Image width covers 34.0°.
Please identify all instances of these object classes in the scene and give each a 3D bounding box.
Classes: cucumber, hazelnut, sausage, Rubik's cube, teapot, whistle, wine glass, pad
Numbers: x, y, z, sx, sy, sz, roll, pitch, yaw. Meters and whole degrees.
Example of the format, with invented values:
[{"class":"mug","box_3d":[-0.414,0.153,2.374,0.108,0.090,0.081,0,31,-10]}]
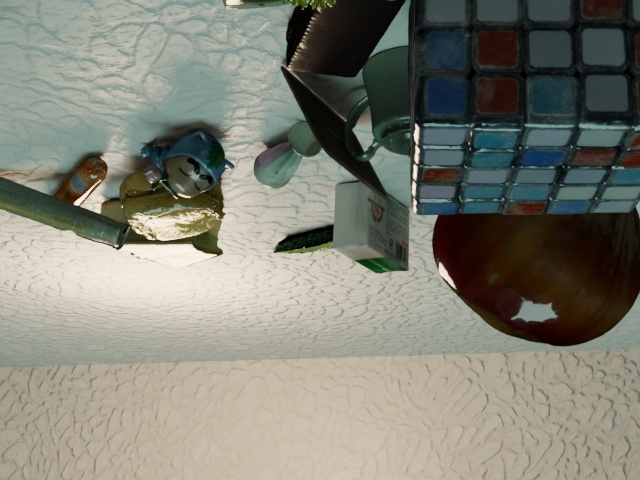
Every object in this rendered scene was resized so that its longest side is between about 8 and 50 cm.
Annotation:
[{"class":"cucumber","box_3d":[0.000,0.000,2.315,0.220,0.046,0.070,-10,161,38]},{"class":"hazelnut","box_3d":[0.403,0.020,1.865,0.359,0.359,0.409,-13,165,40]},{"class":"sausage","box_3d":[-0.480,-0.094,2.044,0.053,0.053,0.348,10,160,-25]},{"class":"Rubik's cube","box_3d":[0.247,-0.205,1.233,0.292,0.293,0.287,2,162,5]},{"class":"teapot","box_3d":[0.134,-0.182,1.550,0.239,0.149,0.162,-12,159,35]},{"class":"whistle","box_3d":[-0.525,-0.061,2.017,0.327,0.057,0.068,20,134,7]},{"class":"wine glass","box_3d":[-0.057,-0.149,1.809,0.073,0.073,0.155,9,157,-22]},{"class":"pad","box_3d":[0.027,-0.159,1.614,0.002,0.176,0.266,-33,152,14]}]

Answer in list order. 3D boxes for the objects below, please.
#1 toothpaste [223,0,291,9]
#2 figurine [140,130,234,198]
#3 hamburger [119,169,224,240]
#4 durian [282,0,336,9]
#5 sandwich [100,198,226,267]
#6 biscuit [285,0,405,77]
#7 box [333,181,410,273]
[{"class":"toothpaste","box_3d":[-0.087,-0.358,1.168,0.099,0.061,0.392,-5,165,3]},{"class":"figurine","box_3d":[-0.249,-0.122,1.812,0.178,0.144,0.114,3,131,41]},{"class":"hamburger","box_3d":[-0.280,-0.069,1.983,0.214,0.108,0.214,-5,169,-1]},{"class":"durian","box_3d":[0.010,-0.327,1.071,0.198,0.146,0.159,-50,159,18]},{"class":"sandwich","box_3d":[-0.319,-0.028,2.152,0.220,0.108,0.186,19,156,-36]},{"class":"biscuit","box_3d":[0.030,-0.292,1.340,0.106,0.070,0.252,5,162,-13]},{"class":"box","box_3d":[0.104,-0.024,2.076,0.081,0.135,0.199,-7,159,27]}]
